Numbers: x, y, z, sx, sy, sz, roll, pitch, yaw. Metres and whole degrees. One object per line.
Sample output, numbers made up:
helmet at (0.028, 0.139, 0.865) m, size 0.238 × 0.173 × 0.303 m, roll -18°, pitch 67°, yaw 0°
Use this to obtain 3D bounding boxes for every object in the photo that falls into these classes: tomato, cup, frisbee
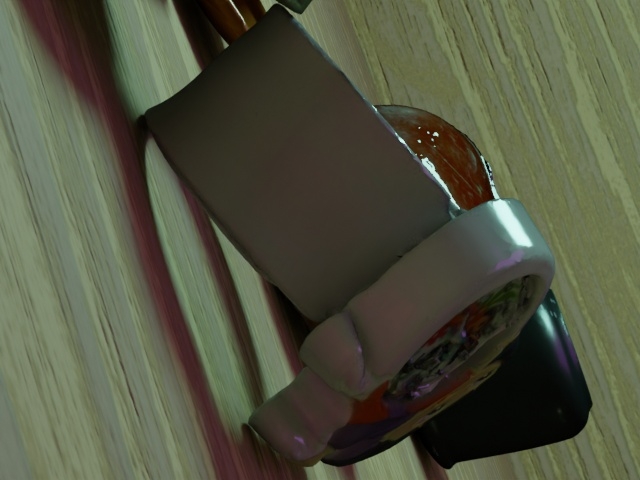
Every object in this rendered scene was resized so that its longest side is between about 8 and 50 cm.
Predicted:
tomato at (0.033, 0.001, 1.358) m, size 0.155 × 0.180 × 0.214 m, roll 23°, pitch 36°, yaw -56°
cup at (0.173, 0.142, 1.891) m, size 0.223 × 0.176 × 0.169 m, roll 61°, pitch 7°, yaw -69°
frisbee at (-0.078, -0.189, 1.454) m, size 0.192 × 0.035 × 0.192 m, roll 58°, pitch 8°, yaw -12°

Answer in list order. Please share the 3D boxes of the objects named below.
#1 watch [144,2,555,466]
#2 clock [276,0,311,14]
watch at (0.000, 0.000, 1.097) m, size 0.231 × 0.196 × 0.244 m, roll 49°, pitch 2°, yaw 18°
clock at (-0.093, -0.208, 1.029) m, size 0.235 × 0.029 × 0.235 m, roll 39°, pitch 7°, yaw -5°
